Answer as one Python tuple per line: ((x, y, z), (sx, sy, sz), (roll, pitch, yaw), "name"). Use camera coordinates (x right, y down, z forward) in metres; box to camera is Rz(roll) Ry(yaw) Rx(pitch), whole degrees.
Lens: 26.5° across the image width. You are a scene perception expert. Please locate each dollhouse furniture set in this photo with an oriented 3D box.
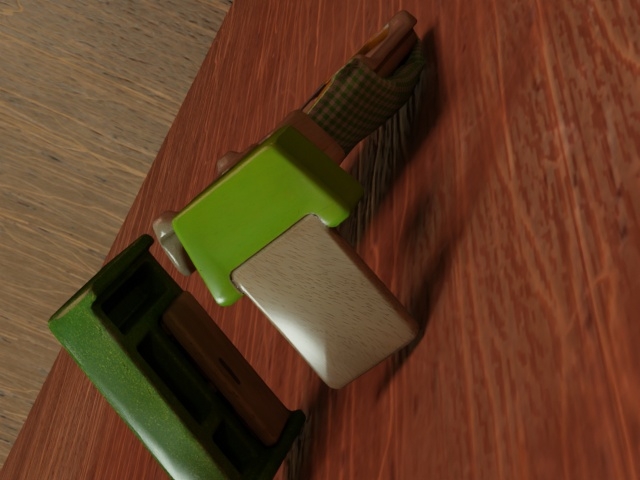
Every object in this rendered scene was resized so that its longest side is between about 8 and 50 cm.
((0.000, 0.000, 0.848), (0.198, 0.151, 0.301), (-37, 8, 25), "dollhouse furniture set")
